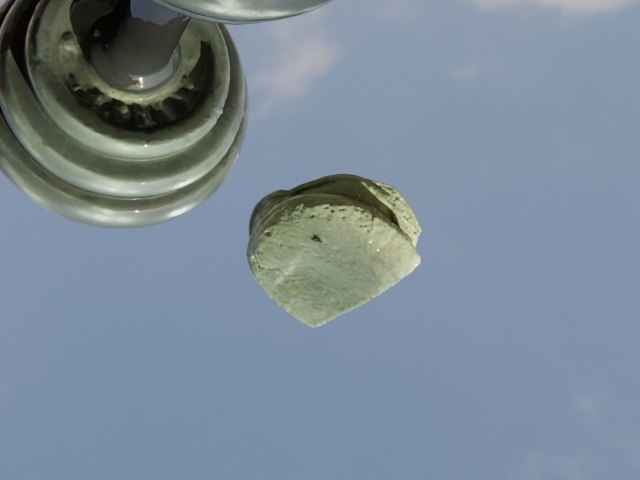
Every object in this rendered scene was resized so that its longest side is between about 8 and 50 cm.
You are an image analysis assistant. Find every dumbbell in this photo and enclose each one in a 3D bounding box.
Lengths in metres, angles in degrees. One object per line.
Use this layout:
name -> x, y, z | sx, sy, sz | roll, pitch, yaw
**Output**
dumbbell -> -0.086, -0.138, 1.027 | 0.179, 0.406, 0.179 | 7, -112, -17

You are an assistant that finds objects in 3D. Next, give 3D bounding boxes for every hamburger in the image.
hamburger -> -0.001, 0.002, 1.172 | 0.121, 0.084, 0.054 | -34, -158, 39
